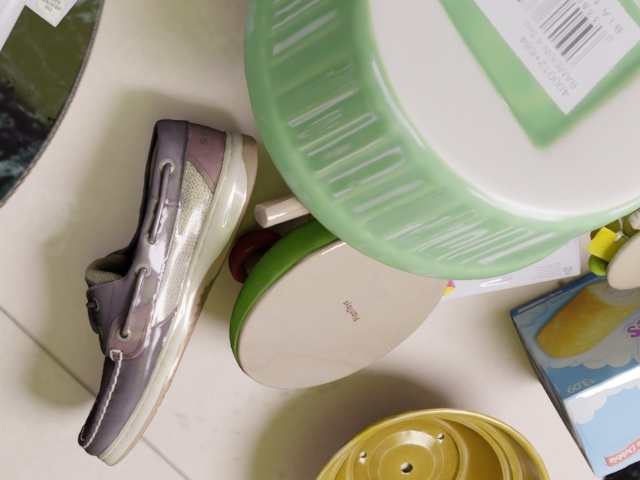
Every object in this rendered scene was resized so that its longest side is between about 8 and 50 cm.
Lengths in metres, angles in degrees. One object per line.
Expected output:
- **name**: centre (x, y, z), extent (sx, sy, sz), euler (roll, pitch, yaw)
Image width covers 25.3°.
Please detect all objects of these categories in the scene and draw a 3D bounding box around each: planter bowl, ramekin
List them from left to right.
- **planter bowl**: centre (0.083, 0.217, 1.229), extent (0.217, 0.090, 0.217), euler (-4, 114, -8)
- **ramekin**: centre (0.115, -0.131, 0.948), extent (0.303, 0.148, 0.303), euler (4, 80, -23)

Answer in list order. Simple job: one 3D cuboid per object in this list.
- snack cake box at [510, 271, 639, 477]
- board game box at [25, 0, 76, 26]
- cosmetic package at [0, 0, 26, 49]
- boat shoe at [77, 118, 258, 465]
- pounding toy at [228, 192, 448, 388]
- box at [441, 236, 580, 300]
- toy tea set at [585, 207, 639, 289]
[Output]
- **snack cake box**: centre (0.307, 0.070, 1.168), extent (0.264, 0.152, 0.089), euler (-25, 116, 2)
- **board game box**: centre (-0.216, -0.238, 1.002), extent (0.154, 0.026, 0.103), euler (37, 104, -23)
- **cosmetic package**: centre (-0.378, -0.130, 0.829), extent (0.327, 0.329, 0.393), euler (26, 116, -20)
- **boat shoe**: centre (-0.138, 0.038, 1.107), extent (0.092, 0.103, 0.285), euler (21, 105, -13)
- **pounding toy**: centre (0.000, 0.000, 1.094), extent (0.183, 0.110, 0.237), euler (-17, 143, -22)
- **box**: centre (0.131, -0.048, 1.146), extent (0.145, 0.038, 0.186), euler (-11, 115, -4)
- **toy tea set**: centre (0.313, -0.110, 1.048), extent (0.200, 0.124, 0.336), euler (-7, 143, -35)
